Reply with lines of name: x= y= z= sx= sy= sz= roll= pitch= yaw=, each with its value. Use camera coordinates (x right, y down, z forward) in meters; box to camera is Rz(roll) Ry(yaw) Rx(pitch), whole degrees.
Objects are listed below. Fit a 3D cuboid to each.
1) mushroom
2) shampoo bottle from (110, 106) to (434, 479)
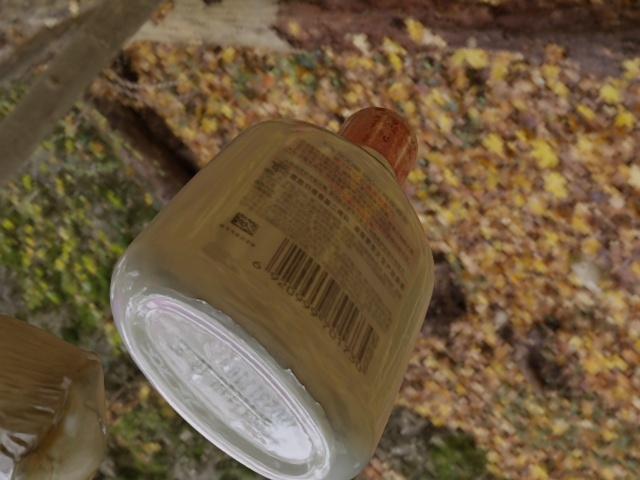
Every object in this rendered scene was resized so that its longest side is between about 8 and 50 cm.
mushroom: x=-0.213 y=0.057 z=0.412 sx=0.099 sy=0.278 sz=0.096 roll=-69 pitch=-26 yaw=-51
shampoo bottle: x=0.000 y=0.000 z=0.420 sx=0.108 sy=0.051 sz=0.221 roll=43 pitch=-151 yaw=-6
